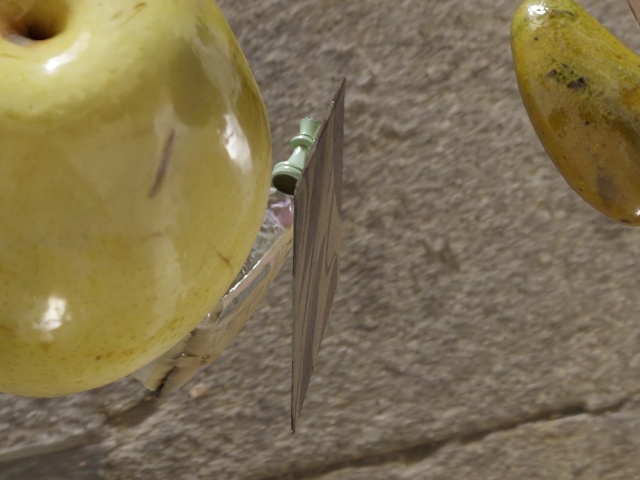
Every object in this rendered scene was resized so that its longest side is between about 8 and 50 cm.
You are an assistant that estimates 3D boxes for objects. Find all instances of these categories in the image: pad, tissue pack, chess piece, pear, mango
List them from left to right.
[{"bbox_3d":[-0.177,-0.060,1.001,0.309,0.309,0.309,5,76,-21],"label":"pear"},{"bbox_3d":[-0.127,0.050,1.749,0.123,0.256,0.215,40,60,0],"label":"tissue pack"},{"bbox_3d":[-0.020,-0.094,1.682,0.042,0.042,0.093,31,54,-13],"label":"chess piece"},{"bbox_3d":[0.000,0.000,1.393,0.004,0.330,0.220,4,113,6],"label":"pad"},{"bbox_3d":[0.356,-0.171,1.995,0.176,0.176,0.329,-33,96,19],"label":"mango"}]

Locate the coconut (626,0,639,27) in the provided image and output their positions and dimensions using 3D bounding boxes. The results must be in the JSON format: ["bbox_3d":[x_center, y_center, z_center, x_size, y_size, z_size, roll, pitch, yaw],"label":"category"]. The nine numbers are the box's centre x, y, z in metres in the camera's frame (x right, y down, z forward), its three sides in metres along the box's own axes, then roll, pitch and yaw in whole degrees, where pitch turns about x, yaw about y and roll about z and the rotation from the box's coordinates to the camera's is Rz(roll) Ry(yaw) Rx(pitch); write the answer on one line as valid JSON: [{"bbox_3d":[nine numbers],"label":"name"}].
[{"bbox_3d":[0.296,-0.205,0.860,0.297,0.297,0.309,-33,109,-25],"label":"coconut"}]
